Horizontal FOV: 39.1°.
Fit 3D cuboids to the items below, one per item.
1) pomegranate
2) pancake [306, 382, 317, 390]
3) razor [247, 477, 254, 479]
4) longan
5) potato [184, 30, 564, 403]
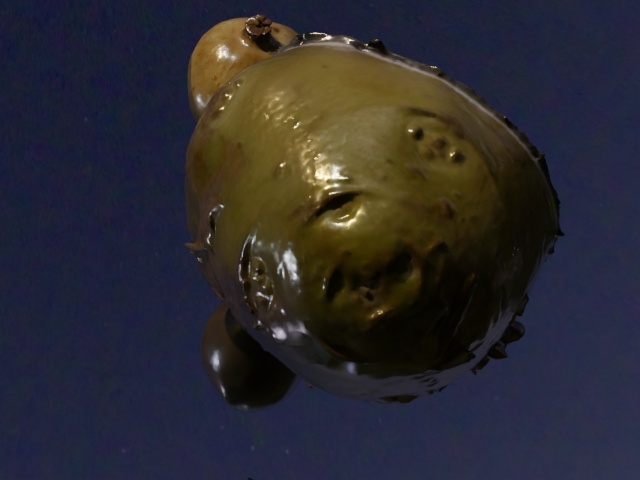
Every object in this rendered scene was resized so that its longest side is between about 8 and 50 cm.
[{"bbox_3d":[-0.085,-0.203,1.160,0.196,0.196,0.196,-7,-63,-13],"label":"pomegranate"},{"bbox_3d":[0.115,0.078,1.270,0.382,0.382,0.071,-44,-102,8],"label":"pancake"},{"bbox_3d":[-0.158,0.419,1.424,0.093,0.324,0.056,36,-119,-22],"label":"razor"},{"bbox_3d":[-0.105,0.172,1.470,0.198,0.198,0.212,25,-88,-25],"label":"longan"},{"bbox_3d":[0.000,0.000,0.654,0.196,0.299,0.246,-50,-40,-40],"label":"potato"}]
